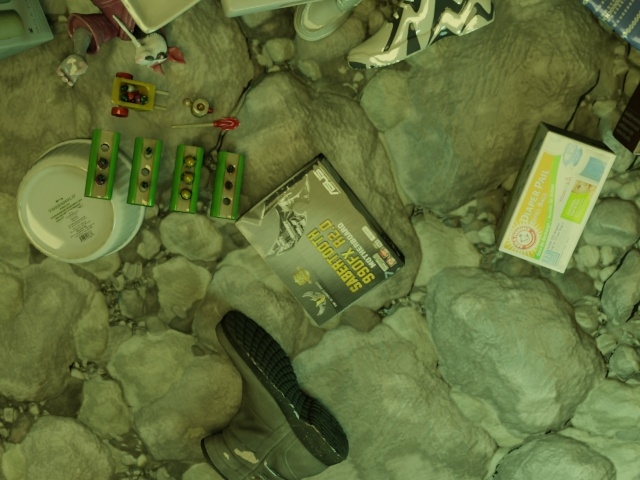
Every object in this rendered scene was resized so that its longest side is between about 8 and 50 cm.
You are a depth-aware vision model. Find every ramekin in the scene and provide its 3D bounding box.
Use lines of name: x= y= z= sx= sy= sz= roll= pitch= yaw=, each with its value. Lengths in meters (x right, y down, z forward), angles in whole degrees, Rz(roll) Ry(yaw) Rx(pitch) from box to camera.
ramekin: x=-0.402 y=-0.060 z=1.555 sx=0.207 sy=0.109 sz=0.207 roll=1 pitch=106 yaw=5

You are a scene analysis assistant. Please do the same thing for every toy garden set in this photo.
toy garden set: x=-0.237 y=-0.152 z=1.492 sx=0.244 sy=0.049 sz=0.204 roll=8 pitch=84 yaw=-16

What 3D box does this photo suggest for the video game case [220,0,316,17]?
video game case: x=-0.030 y=-0.496 z=1.300 sx=0.300 sy=0.036 sz=0.329 roll=-15 pitch=91 yaw=-18

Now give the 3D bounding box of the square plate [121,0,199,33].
square plate: x=-0.202 y=-0.512 z=1.293 sx=0.347 sy=0.049 sz=0.344 roll=-37 pitch=99 yaw=-16

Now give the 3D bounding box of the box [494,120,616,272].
box: x=0.362 y=-0.069 z=1.472 sx=0.114 sy=0.103 sz=0.203 roll=19 pitch=107 yaw=0

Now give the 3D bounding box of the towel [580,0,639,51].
towel: x=0.398 y=-0.449 z=1.340 sx=0.336 sy=0.040 sz=0.243 roll=38 pitch=75 yaw=-4

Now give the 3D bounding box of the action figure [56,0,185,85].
action figure: x=-0.334 y=-0.405 z=1.421 sx=0.248 sy=0.276 sz=0.370 roll=-30 pitch=125 yaw=0

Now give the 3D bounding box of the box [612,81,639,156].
box: x=0.574 y=-0.175 z=1.385 sx=0.203 sy=0.168 sz=0.167 roll=24 pitch=108 yaw=0

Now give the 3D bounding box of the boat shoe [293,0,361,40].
boat shoe: x=0.040 y=-0.397 z=1.426 sx=0.079 sy=0.081 sz=0.227 roll=43 pitch=105 yaw=-7

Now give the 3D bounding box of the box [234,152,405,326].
box: x=0.000 y=0.000 z=1.556 sx=0.183 sy=0.056 sz=0.231 roll=-36 pitch=99 yaw=14

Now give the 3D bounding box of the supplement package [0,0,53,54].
supplement package: x=-0.560 y=-0.345 z=1.371 sx=0.198 sy=0.263 sz=0.199 roll=-18 pitch=104 yaw=11

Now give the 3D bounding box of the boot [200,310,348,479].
boot: x=-0.130 y=0.307 z=1.632 sx=0.222 sy=0.118 sz=0.338 roll=-34 pitch=95 yaw=19

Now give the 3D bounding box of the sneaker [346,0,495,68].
sneaker: x=0.132 y=-0.361 z=1.421 sx=0.235 sy=0.094 sz=0.153 roll=-20 pitch=101 yaw=11
